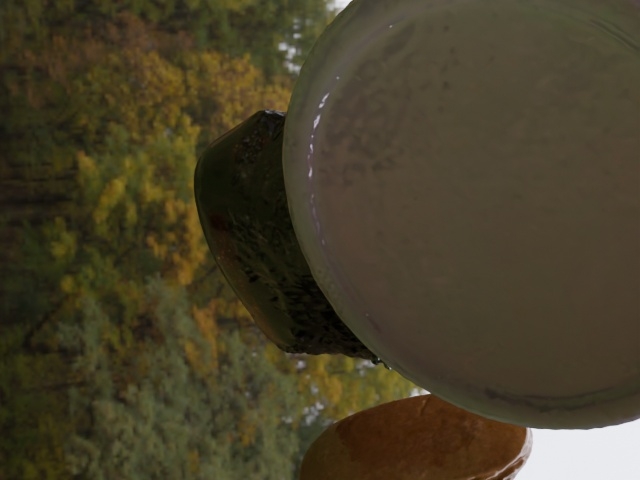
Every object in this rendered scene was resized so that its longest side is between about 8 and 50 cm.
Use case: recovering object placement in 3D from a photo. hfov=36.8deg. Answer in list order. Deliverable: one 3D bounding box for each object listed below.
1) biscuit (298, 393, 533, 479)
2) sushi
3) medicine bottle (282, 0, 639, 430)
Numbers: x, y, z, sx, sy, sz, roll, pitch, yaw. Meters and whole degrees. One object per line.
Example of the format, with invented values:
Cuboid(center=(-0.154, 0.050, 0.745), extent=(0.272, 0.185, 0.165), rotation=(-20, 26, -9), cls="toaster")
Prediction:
Cuboid(center=(0.067, 0.197, 0.703), extent=(0.192, 0.186, 0.036), rotation=(-87, 157, -44), cls="biscuit")
Cuboid(center=(0.000, 0.000, 0.751), extent=(0.225, 0.126, 0.136), rotation=(62, 36, -46), cls="sushi")
Cuboid(center=(0.161, -0.089, 0.500), extent=(0.219, 0.388, 0.219), rotation=(16, -58, 28), cls="medicine bottle")
